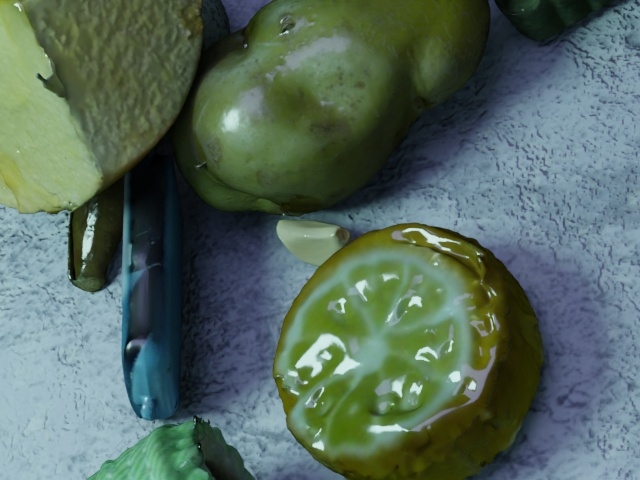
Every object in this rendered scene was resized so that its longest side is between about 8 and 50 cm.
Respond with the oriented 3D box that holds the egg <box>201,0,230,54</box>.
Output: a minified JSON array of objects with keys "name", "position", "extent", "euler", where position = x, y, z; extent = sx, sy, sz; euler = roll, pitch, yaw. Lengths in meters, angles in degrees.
[{"name":"egg","position":[-0.165,-0.230,1.982],"extent":[0.132,0.132,0.172],"euler":[-26,46,12]}]

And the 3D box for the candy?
[{"name":"candy","position":[0.078,0.108,1.703],"extent":[0.260,0.118,0.260],"euler":[-13,59,23]}]

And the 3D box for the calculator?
[{"name":"calculator","position":[-0.166,0.043,1.829],"extent":[0.051,0.173,0.293],"euler":[-1,63,-1]}]

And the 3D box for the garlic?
[{"name":"garlic","position":[-0.001,0.000,1.831],"extent":[0.083,0.053,0.041],"euler":[3,50,42]}]

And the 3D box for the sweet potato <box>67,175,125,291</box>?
[{"name":"sweet potato","position":[-0.235,-0.086,1.984],"extent":[0.112,0.085,0.285],"euler":[-29,61,52]}]

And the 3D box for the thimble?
[{"name":"thimble","position":[-0.112,0.275,1.656],"extent":[0.150,0.219,0.219],"euler":[-36,55,7]}]

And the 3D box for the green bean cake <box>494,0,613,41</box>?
[{"name":"green bean cake","position":[0.240,-0.310,1.844],"extent":[0.185,0.094,0.183],"euler":[-31,57,10]}]

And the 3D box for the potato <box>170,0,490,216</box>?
[{"name":"potato","position":[0.013,-0.155,1.818],"extent":[0.351,0.218,0.202],"euler":[-35,95,2]}]

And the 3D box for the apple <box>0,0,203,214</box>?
[{"name":"apple","position":[-0.289,-0.189,1.795],"extent":[0.309,0.252,0.314],"euler":[2,76,49]}]
